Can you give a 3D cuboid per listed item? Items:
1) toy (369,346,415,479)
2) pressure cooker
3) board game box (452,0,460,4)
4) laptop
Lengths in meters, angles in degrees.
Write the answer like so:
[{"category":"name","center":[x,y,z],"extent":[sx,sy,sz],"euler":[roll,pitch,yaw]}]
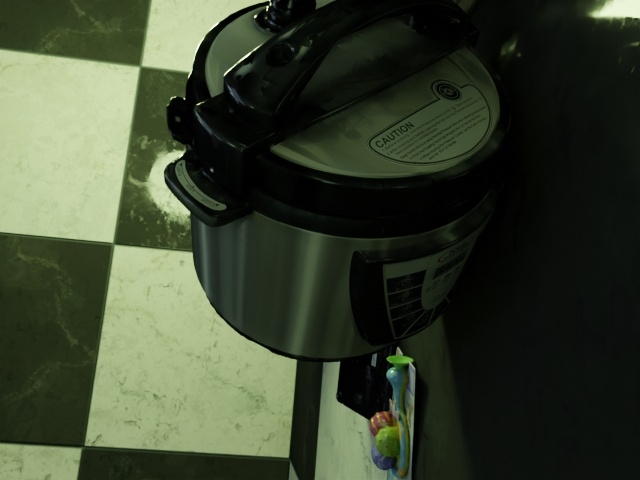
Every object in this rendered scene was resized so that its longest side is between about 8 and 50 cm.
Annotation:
[{"category":"toy","center":[0.111,0.302,0.937],"extent":[0.137,0.056,0.237],"euler":[-136,52,-84]},{"category":"pressure cooker","center":[0.016,-0.093,0.705],"extent":[0.420,0.376,0.369],"euler":[102,175,-48]},{"category":"board game box","center":[0.134,-0.516,0.773],"extent":[0.390,0.050,0.389],"euler":[119,129,-75]},{"category":"laptop","center":[0.115,0.218,1.179],"extent":[0.264,0.137,0.234],"euler":[10,95,58]}]
